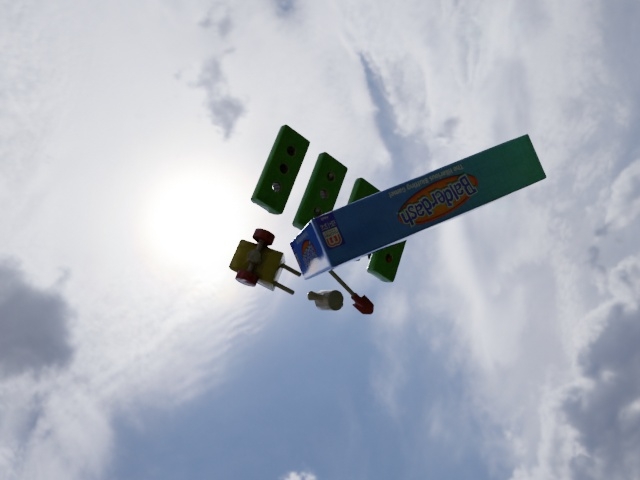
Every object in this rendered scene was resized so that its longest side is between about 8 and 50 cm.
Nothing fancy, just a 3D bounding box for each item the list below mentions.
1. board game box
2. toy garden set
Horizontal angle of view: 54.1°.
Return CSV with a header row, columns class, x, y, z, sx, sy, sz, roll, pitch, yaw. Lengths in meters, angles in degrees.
class,x,y,z,sx,sy,sz,roll,pitch,yaw
board game box,0.082,-0.026,0.602,0.210,0.160,0.047,-23,-93,-11
toy garden set,0.000,0.000,0.828,0.244,0.049,0.203,32,-113,-30
